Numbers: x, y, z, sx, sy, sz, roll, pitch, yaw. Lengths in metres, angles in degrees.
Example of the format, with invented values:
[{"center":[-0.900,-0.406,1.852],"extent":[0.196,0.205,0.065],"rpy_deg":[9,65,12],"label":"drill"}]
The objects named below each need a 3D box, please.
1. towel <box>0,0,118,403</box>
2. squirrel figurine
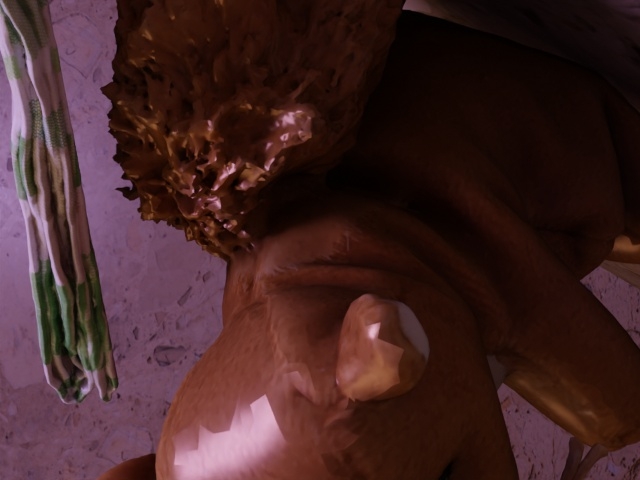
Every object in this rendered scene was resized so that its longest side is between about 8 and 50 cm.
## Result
[{"center":[-0.153,-0.097,0.602],"extent":[0.325,0.038,0.248],"rpy_deg":[92,163,-50],"label":"towel"},{"center":[0.000,0.000,0.629],"extent":[0.397,0.281,0.370],"rpy_deg":[56,-149,-9],"label":"squirrel figurine"}]
